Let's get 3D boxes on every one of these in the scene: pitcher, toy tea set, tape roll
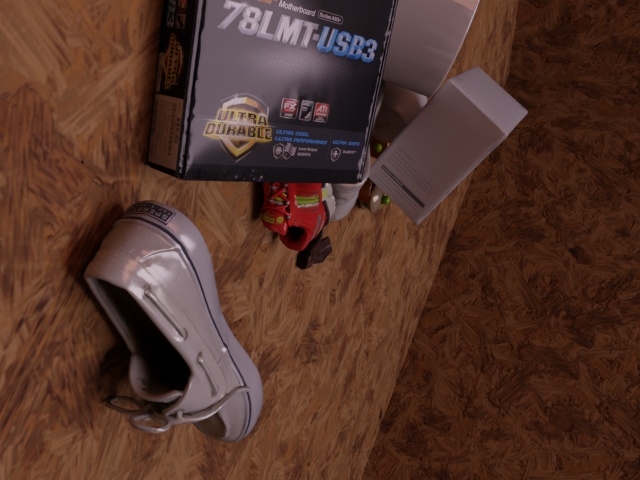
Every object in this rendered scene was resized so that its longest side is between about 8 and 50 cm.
[{"bbox_3d":[0.177,-0.272,1.348,0.177,0.126,0.207,55,40,-25],"label":"pitcher"},{"bbox_3d":[0.170,-0.169,1.438,0.200,0.124,0.336,80,30,-50],"label":"toy tea set"},{"bbox_3d":[0.142,-0.371,1.028,0.246,0.169,0.246,-160,-90,-86],"label":"tape roll"}]

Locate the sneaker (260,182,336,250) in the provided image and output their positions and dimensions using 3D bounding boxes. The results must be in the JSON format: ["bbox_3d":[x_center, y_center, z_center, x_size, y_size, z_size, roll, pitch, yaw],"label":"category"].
[{"bbox_3d":[-0.045,-0.069,0.951,0.118,0.107,0.279,-58,153,-19],"label":"sneaker"}]

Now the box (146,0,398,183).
[{"bbox_3d":[-0.041,-0.215,0.742,0.296,0.073,0.293,-3,110,-46],"label":"box"}]

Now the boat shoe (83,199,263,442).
[{"bbox_3d":[-0.165,0.145,0.710,0.156,0.136,0.367,-58,151,-42],"label":"boat shoe"}]

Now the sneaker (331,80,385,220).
[{"bbox_3d":[0.037,-0.179,1.130,0.169,0.108,0.292,113,-10,-62],"label":"sneaker"}]

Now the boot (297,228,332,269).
[{"bbox_3d":[0.000,0.000,1.216,0.114,0.037,0.106,-16,132,-65],"label":"boot"}]

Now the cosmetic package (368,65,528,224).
[{"bbox_3d":[0.230,-0.178,1.163,0.224,0.138,0.224,-46,176,31],"label":"cosmetic package"}]
